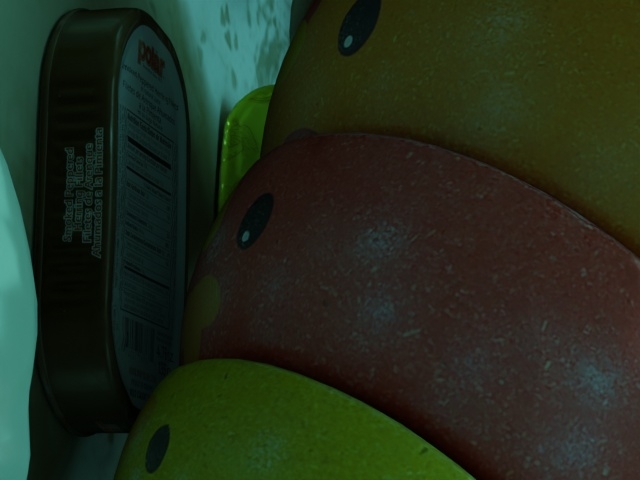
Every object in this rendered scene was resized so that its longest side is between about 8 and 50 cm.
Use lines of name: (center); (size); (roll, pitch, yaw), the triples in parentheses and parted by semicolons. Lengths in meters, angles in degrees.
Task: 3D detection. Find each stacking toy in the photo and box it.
stacking toy: (0.032, 0.103, 0.766); (0.480, 0.350, 0.351); (-52, 143, -31)

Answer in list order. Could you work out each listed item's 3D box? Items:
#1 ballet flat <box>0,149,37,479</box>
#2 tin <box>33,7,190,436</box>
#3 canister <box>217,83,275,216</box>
ballet flat: (-0.129, 0.090, 0.461); (0.139, 0.139, 0.400); (2, 86, -75)
tin: (-0.088, -0.009, 0.830); (0.106, 0.040, 0.190); (45, 44, -74)
canister: (0.000, 0.000, 1.084); (0.170, 0.073, 0.126); (54, 35, -67)
